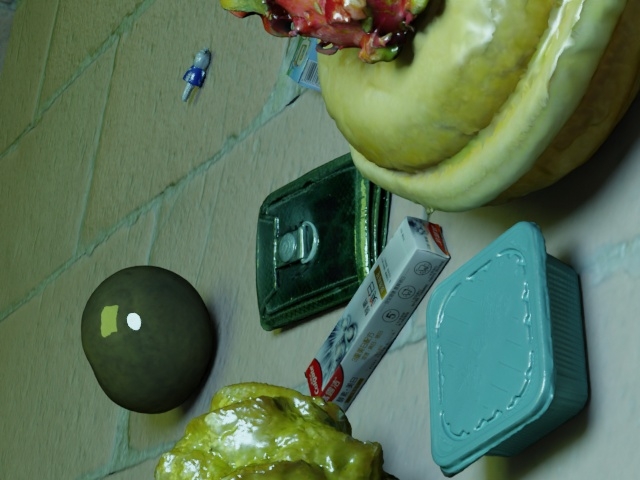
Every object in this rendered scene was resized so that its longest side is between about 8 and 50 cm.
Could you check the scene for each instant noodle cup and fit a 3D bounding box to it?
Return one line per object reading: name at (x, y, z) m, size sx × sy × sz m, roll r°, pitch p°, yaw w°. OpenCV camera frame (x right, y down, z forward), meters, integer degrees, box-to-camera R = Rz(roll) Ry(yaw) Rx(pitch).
instant noodle cup at (0.155, 0.092, 1.346) m, size 0.157 × 0.070 × 0.179 m, roll -43°, pitch 36°, yaw 47°

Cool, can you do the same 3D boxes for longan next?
longan at (-0.209, 0.121, 2.023) m, size 0.167 × 0.167 × 0.187 m, roll -110°, pitch 23°, yaw -55°

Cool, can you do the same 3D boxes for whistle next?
whistle at (-0.176, -0.235, 2.356) m, size 0.083 × 0.029 × 0.033 m, roll -65°, pitch -13°, yaw 6°

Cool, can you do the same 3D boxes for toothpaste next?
toothpaste at (0.016, -0.273, 1.933) m, size 0.193 × 0.044 × 0.070 m, roll -68°, pitch 24°, yaw 11°

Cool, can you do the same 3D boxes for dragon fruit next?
dragon fruit at (0.004, -0.209, 1.323) m, size 0.207 × 0.150 × 0.133 m, roll 2°, pitch 56°, yaw 21°

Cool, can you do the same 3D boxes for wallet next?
wallet at (-0.002, 0.000, 1.783) m, size 0.236 × 0.055 × 0.160 m, roll -27°, pitch 57°, yaw 58°

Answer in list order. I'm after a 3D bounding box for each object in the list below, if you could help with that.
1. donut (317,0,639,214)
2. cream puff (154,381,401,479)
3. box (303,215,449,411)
donut at (0.144, -0.223, 1.426) m, size 0.449 × 0.198 × 0.449 m, roll -48°, pitch 33°, yaw 45°
cream puff at (-0.029, 0.242, 1.471) m, size 0.196 × 0.244 × 0.244 m, roll -18°, pitch 57°, yaw 47°
box at (0.053, 0.074, 1.621) m, size 0.218 × 0.039 × 0.055 m, roll -59°, pitch 29°, yaw 30°
